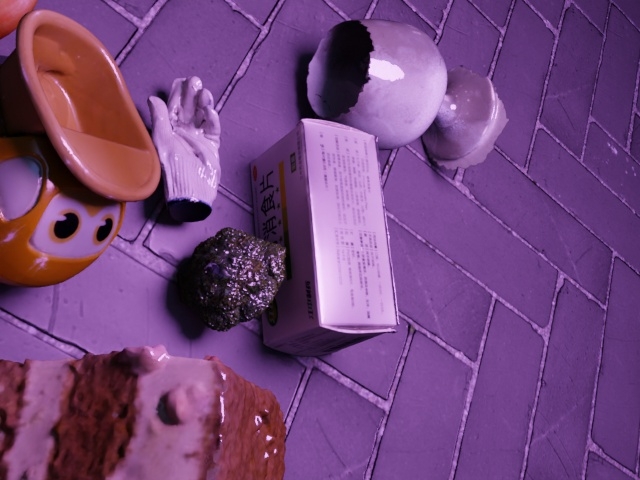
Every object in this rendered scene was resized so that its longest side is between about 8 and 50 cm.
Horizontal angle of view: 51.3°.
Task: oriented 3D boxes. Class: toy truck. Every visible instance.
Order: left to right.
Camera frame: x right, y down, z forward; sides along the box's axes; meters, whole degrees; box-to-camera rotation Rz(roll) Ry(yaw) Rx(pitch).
[{"bbox_3d":[-0.330,-0.095,0.778,0.204,0.212,0.287,8,63,-70],"label":"toy truck"}]

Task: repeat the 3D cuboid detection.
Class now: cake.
[{"bbox_3d":[-0.201,0.272,0.694,0.255,0.291,0.281,57,33,-61],"label":"cake"}]

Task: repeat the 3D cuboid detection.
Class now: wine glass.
[{"bbox_3d":[0.149,-0.262,1.201,0.323,0.238,0.237,7,70,-36],"label":"wine glass"}]

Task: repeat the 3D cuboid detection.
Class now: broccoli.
[{"bbox_3d":[-0.123,0.052,0.960,0.162,0.138,0.146,-45,69,-1],"label":"broccoli"}]

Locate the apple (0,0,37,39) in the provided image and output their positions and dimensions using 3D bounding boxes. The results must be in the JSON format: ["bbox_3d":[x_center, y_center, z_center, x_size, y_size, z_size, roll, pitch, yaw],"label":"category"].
[{"bbox_3d":[-0.454,-0.349,0.851,0.199,0.199,0.199,12,68,-31],"label":"apple"}]

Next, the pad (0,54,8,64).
[{"bbox_3d":[-0.427,-0.143,0.897,0.164,0.004,0.242,2,73,-34],"label":"pad"}]

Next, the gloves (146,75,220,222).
[{"bbox_3d":[-0.203,-0.140,0.995,0.119,0.097,0.228,10,73,-37],"label":"gloves"}]

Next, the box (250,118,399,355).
[{"bbox_3d":[0.000,0.002,1.037,0.145,0.173,0.332,5,71,-32],"label":"box"}]
